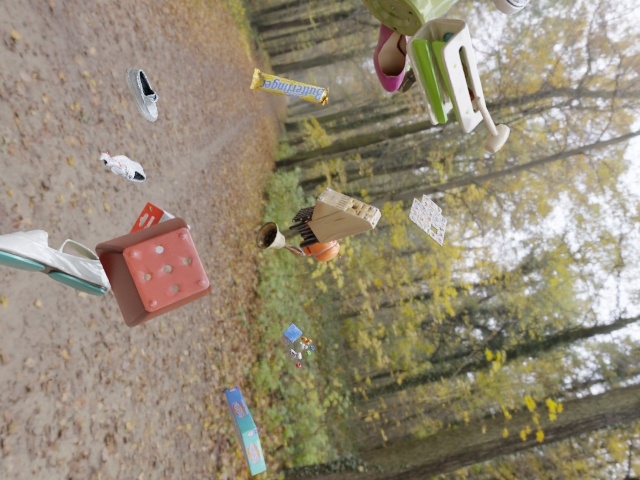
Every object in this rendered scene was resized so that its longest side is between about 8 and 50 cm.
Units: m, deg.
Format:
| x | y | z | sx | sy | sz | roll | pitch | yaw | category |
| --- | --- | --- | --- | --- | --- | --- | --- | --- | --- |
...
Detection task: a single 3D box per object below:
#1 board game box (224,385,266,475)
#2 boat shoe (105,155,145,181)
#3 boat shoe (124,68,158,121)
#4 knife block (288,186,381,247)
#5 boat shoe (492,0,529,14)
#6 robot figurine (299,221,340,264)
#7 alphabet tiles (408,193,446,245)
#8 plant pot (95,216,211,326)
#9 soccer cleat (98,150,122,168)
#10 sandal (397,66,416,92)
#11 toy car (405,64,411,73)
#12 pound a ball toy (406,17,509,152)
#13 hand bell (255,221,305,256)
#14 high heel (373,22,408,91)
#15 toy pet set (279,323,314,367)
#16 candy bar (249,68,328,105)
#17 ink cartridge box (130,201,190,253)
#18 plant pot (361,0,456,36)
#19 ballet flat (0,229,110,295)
| x | y | z | sx | sy | sz | roll | pitch | yaw | category |
| --- | --- | --- | --- | --- | --- | --- | --- | --- | --- |
| -0.227 | 0.564 | 1.480 | 0.210 | 0.047 | 0.160 | -144 | -138 | -60 | board game box |
| -0.652 | -0.233 | 1.666 | 0.063 | 0.066 | 0.184 | 52 | 1 | 9 | boat shoe |
| -0.700 | -0.579 | 1.983 | 0.227 | 0.081 | 0.079 | 74 | 27 | -42 | boat shoe |
| 0.037 | -0.041 | 1.659 | 0.088 | 0.276 | 0.242 | -56 | 166 | -48 | knife block |
| 0.486 | -0.653 | 1.063 | 0.158 | 0.127 | 0.340 | -14 | -132 | 64 | boat shoe |
| -0.001 | 0.001 | 2.172 | 0.219 | 0.158 | 0.128 | 59 | -14 | -6 | robot figurine |
| 0.481 | -0.107 | 2.199 | 0.198 | 0.009 | 0.237 | 39 | 40 | -11 | alphabet tiles |
| -0.455 | 0.084 | 1.415 | 0.236 | 0.267 | 0.267 | -9 | -78 | 62 | plant pot |
| -0.644 | -0.239 | 1.519 | 0.083 | 0.029 | 0.035 | 51 | 57 | -53 | soccer cleat |
| 0.386 | -0.681 | 2.039 | 0.072 | 0.180 | 0.049 | 40 | 42 | -19 | sandal |
| 0.365 | -0.780 | 2.138 | 0.053 | 0.239 | 0.225 | 56 | 40 | -70 | toy car |
| 0.378 | -0.400 | 1.278 | 0.208 | 0.136 | 0.319 | 30 | -17 | 44 | pound a ball toy |
| -0.152 | 0.021 | 2.149 | 0.242 | 0.126 | 0.126 | 30 | 36 | -45 | hand bell |
| 0.251 | -0.642 | 1.741 | 0.377 | 0.127 | 0.181 | 73 | 12 | -54 | high heel |
| -0.063 | 0.312 | 1.540 | 0.114 | 0.065 | 0.122 | 46 | 28 | 1 | toy pet set |
| -0.061 | -0.311 | 1.009 | 0.018 | 0.161 | 0.040 | -102 | -155 | -76 | candy bar |
| -0.768 | -0.044 | 2.357 | 0.232 | 0.189 | 0.066 | 31 | 10 | -14 | ink cartridge box |
| 0.296 | -0.801 | 1.414 | 0.366 | 0.353 | 0.366 | 34 | 2 | -1 | plant pot |
| -0.790 | 0.045 | 1.442 | 0.400 | 0.139 | 0.139 | 33 | 34 | -46 | ballet flat |
